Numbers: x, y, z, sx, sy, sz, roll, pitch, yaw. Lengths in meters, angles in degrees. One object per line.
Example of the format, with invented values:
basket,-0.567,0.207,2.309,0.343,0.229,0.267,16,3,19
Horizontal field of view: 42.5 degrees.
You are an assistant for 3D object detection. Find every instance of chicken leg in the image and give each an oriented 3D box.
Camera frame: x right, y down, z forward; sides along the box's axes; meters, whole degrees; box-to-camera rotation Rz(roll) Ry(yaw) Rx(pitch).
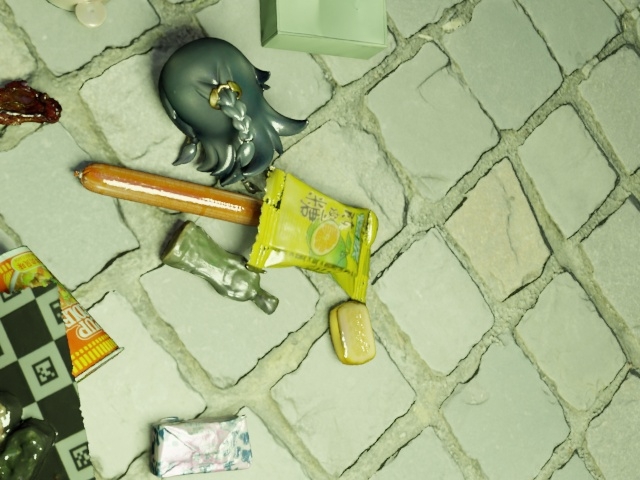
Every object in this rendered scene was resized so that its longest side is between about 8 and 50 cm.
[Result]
chicken leg,-0.505,-0.214,1.270,0.205,0.053,0.093,2,59,-33

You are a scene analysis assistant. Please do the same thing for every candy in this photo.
candy,0.000,0.000,1.449,0.297,0.081,0.187,19,80,-45
candy,-0.194,0.331,1.336,0.160,0.073,0.092,1,81,-26

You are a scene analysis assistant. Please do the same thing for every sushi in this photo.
sushi,-0.473,0.249,1.099,0.319,0.069,0.340,-11,89,15

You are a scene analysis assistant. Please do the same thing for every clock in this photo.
clock,-0.402,-0.454,1.346,0.155,0.063,0.230,-15,87,-24

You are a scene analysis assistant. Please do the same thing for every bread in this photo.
bread,0.053,0.170,1.489,0.082,0.056,0.115,-10,82,-31

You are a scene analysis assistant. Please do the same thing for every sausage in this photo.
sausage,-0.236,-0.075,1.380,0.347,0.053,0.053,12,78,-24

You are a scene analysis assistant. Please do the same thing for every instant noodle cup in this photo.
instant noodle cup,-0.425,0.130,1.202,0.193,0.193,0.212,-36,91,-25

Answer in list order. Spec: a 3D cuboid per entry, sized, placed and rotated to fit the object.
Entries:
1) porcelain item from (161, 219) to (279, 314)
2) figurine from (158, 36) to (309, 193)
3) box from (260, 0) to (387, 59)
porcelain item,-0.158,0.053,1.392,0.215,0.069,0.081,34,66,-17
figurine,-0.155,-0.211,1.380,0.265,0.197,0.175,43,54,-7
box,0.005,-0.419,1.527,0.225,0.086,0.130,1,84,-26
